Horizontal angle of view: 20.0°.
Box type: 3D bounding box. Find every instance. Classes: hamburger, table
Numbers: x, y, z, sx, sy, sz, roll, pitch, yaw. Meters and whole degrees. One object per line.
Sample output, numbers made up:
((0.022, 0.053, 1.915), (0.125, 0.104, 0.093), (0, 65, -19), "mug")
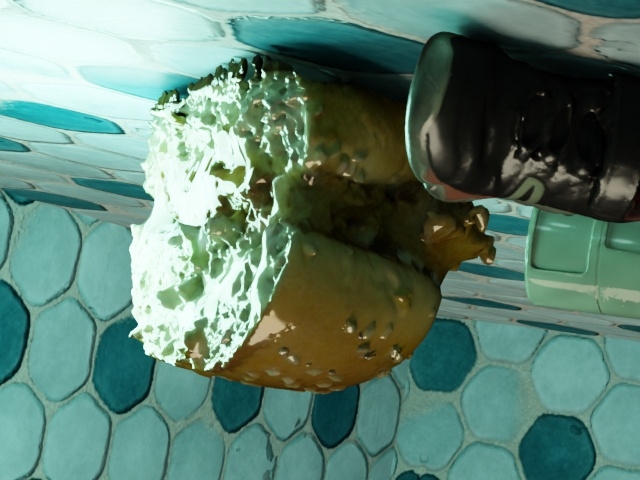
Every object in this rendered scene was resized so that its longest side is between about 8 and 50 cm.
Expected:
((0.000, 0.000, 1.589), (0.287, 0.268, 0.445), (8, 174, -19), "hamburger")
((0.322, 0.017, 1.791), (0.220, 0.126, 0.126), (8, 174, 22), "table")

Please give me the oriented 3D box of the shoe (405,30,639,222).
((0.173, -0.068, 1.287), (0.137, 0.114, 0.291), (12, 179, 43), "shoe")
